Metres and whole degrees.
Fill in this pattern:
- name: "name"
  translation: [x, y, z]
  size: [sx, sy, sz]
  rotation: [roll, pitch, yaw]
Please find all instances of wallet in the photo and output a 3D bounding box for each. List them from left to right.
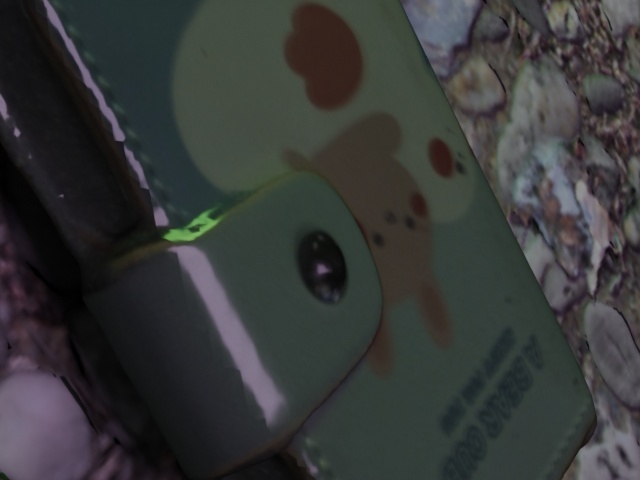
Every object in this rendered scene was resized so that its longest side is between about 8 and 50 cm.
- name: "wallet"
  translation: [0.000, 0.000, 0.597]
  size: [0.252, 0.083, 0.360]
  rotation: [-44, 109, -48]
